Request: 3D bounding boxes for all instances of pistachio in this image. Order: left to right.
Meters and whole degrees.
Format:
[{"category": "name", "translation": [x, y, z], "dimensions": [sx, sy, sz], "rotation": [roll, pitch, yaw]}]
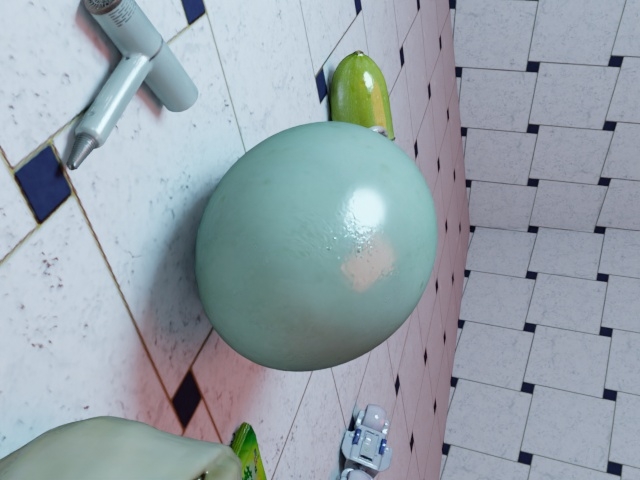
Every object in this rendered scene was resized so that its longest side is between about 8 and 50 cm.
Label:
[{"category": "pistachio", "translation": [-0.159, 0.229, 0.438], "dimensions": [0.207, 0.226, 0.332], "rotation": [56, 8, 8]}]

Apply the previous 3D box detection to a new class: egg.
[{"category": "egg", "translation": [0.000, 0.000, 0.796], "dimensions": [0.389, 0.276, 0.276], "rotation": [-48, 135, -59]}]

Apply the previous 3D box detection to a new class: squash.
[{"category": "squash", "translation": [0.074, -0.265, 1.253], "dimensions": [0.123, 0.123, 0.186], "rotation": [-50, 134, -62]}]

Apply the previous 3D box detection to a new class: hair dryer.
[{"category": "hair dryer", "translation": [-0.187, -0.122, 0.621], "dimensions": [0.155, 0.044, 0.183], "rotation": [53, 47, -59]}]

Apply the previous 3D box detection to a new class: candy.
[{"category": "candy", "translation": [-0.098, 0.348, 0.902], "dimensions": [0.102, 0.032, 0.178], "rotation": [-61, 146, -55]}]

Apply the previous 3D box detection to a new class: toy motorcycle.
[{"category": "toy motorcycle", "translation": [0.090, 0.457, 1.385], "dimensions": [0.254, 0.112, 0.112], "rotation": [-64, 149, -54]}]

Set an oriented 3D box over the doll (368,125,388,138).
[{"category": "doll", "translation": [0.079, -0.103, 1.233], "dimensions": [0.278, 0.154, 0.119], "rotation": [61, 7, -52]}]
